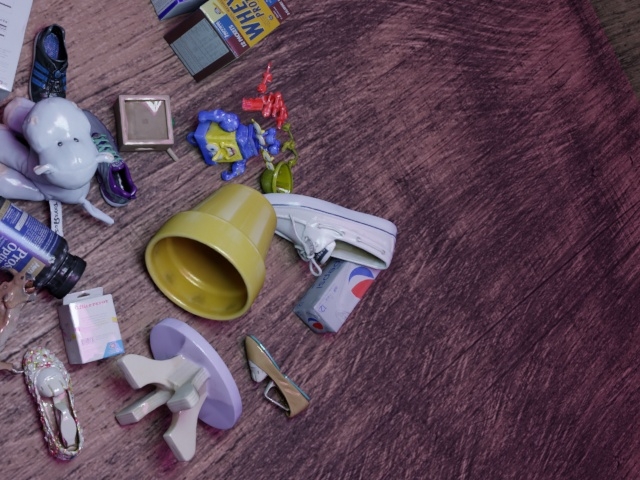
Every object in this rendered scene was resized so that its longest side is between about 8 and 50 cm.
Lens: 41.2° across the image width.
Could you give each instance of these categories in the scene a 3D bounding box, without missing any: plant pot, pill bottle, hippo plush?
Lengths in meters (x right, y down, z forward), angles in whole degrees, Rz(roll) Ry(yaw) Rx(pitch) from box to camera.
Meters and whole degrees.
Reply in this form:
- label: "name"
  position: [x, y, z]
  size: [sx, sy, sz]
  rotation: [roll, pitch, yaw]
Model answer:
- label: "plant pot"
  position: [-0.216, 0.006, 1.868]
  size: [0.254, 0.254, 0.239]
  rotation: [48, 46, -19]
- label: "pill bottle"
  position: [-0.580, 0.019, 1.683]
  size: [0.219, 0.123, 0.122]
  rotation: [38, 64, -23]
- label: "hippo plush"
  position: [-0.536, -0.153, 1.647]
  size: [0.235, 0.237, 0.294]
  rotation: [-16, 93, -22]

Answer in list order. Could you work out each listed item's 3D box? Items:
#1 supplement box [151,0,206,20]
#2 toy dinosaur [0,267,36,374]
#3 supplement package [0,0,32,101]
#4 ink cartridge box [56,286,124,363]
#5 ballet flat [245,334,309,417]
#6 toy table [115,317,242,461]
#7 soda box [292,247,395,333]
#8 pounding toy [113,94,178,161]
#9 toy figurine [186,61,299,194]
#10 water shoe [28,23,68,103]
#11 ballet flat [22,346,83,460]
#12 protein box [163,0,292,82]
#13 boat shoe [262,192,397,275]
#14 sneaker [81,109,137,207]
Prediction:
- label: "supplement box"
  position: [-0.347, -0.637, 1.946]
  size: [0.111, 0.114, 0.220]
  rotation: [-28, 97, -34]
- label: "toy dinosaur"
  position: [-0.675, 0.175, 1.603]
  size: [0.296, 0.127, 0.200]
  rotation: [-15, 84, -22]
- label: "supplement package"
  position: [-0.667, -0.408, 1.681]
  size: [0.134, 0.139, 0.243]
  rotation: [17, 73, -32]
- label: "ink cartridge box"
  position: [-0.475, 0.174, 1.748]
  size: [0.092, 0.090, 0.143]
  rotation: [-12, 88, -35]
- label: "ballet flat"
  position: [-0.115, 0.322, 1.978]
  size: [0.073, 0.080, 0.232]
  rotation: [-44, 106, -15]
- label: "toy table"
  position: [-0.298, 0.315, 1.770]
  size: [0.274, 0.252, 0.161]
  rotation: [51, 42, -3]
- label: "soda box"
  position: [0.061, 0.098, 2.115]
  size: [0.091, 0.098, 0.286]
  rotation: [48, 60, -18]
- label: "pounding toy"
  position: [-0.379, -0.246, 1.887]
  size: [0.141, 0.100, 0.130]
  rotation: [-4, 84, -23]
- label: "toy figurine"
  position: [-0.195, -0.236, 1.981]
  size: [0.362, 0.217, 0.191]
  rotation: [73, 21, -58]
- label: "water shoe"
  position: [-0.564, -0.351, 1.775]
  size: [0.073, 0.080, 0.203]
  rotation: [-2, 84, -34]
- label: "ballet flat"
  position: [-0.523, 0.324, 1.702]
  size: [0.091, 0.077, 0.240]
  rotation: [-21, 94, -33]
- label: "protein box"
  position: [-0.214, -0.495, 1.958]
  size: [0.200, 0.201, 0.136]
  rotation: [-46, 108, -30]
- label: "boat shoe"
  position: [-0.001, 0.004, 2.019]
  size: [0.367, 0.136, 0.156]
  rotation: [15, 63, -13]
- label: "sneaker"
  position: [-0.450, -0.183, 1.815]
  size: [0.083, 0.098, 0.223]
  rotation: [-32, 101, -33]
